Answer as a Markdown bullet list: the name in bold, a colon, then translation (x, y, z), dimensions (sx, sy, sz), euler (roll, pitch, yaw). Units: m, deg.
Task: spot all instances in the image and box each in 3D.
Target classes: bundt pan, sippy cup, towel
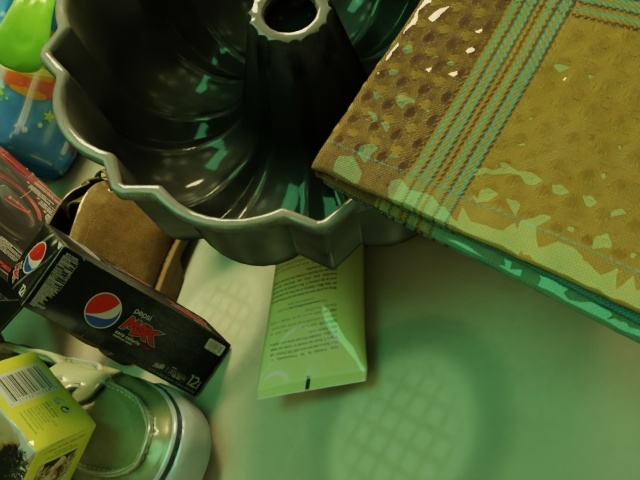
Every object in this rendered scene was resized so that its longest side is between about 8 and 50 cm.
- **bundt pan**: translation (-0.015, -0.119, 0.608), dimensions (0.331, 0.124, 0.331), euler (-3, 61, 5)
- **sippy cup**: translation (-0.377, -0.205, 1.104), dimensions (0.240, 0.305, 0.224), euler (10, 79, 19)
- **towel**: translation (0.200, -0.071, 0.392), dimensions (0.370, 0.040, 0.271), euler (28, 79, 36)

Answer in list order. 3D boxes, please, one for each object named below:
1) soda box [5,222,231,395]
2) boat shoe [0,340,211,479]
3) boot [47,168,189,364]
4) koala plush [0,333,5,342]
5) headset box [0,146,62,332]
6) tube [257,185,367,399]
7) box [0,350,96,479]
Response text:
- **soda box**: translation (-0.154, 0.056, 0.671), dimensions (0.053, 0.169, 0.060), euler (-54, 36, -3)
- **boat shoe**: translation (-0.204, 0.150, 0.714), dimensions (0.302, 0.094, 0.109), euler (3, 64, 49)
- **boot**: translation (-0.177, -0.044, 0.828), dimensions (0.112, 0.115, 0.305), euler (-19, 48, 41)
- **koala plush**: translation (-0.447, 0.160, 0.943), dimensions (0.221, 0.203, 0.196), euler (-36, 48, 57)
- **headset box**: translation (-0.369, -0.020, 0.872), dimensions (0.110, 0.218, 0.293), euler (-46, 13, 10)
- **tube**: translation (0.000, 0.000, 0.647), dimensions (0.070, 0.062, 0.240), euler (116, 162, -57)
- **box**: translation (-0.254, 0.199, 0.669), dimensions (0.087, 0.058, 0.232), euler (41, 121, 21)
